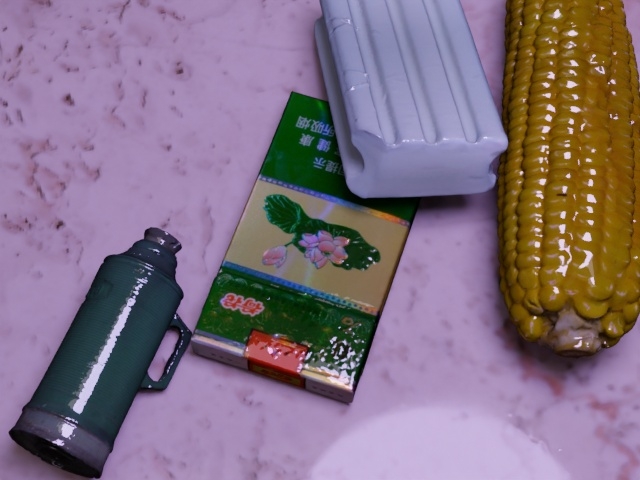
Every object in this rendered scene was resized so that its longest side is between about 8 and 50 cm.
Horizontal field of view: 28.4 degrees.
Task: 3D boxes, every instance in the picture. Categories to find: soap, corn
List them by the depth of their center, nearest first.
[{"bbox_3d":[0.196,-0.079,0.994,0.120,0.120,0.363,3,65,0],"label":"corn"},{"bbox_3d":[0.067,-0.127,1.012,0.119,0.066,0.198,-3,50,-9],"label":"soap"}]

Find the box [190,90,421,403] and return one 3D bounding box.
[{"bbox_3d":[0.000,0.000,0.999,0.132,0.034,0.235,18,66,7],"label":"box"}]

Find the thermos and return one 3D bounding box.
[{"bbox_3d":[-0.151,0.078,0.940,0.083,0.073,0.188,19,66,9],"label":"thermos"}]
